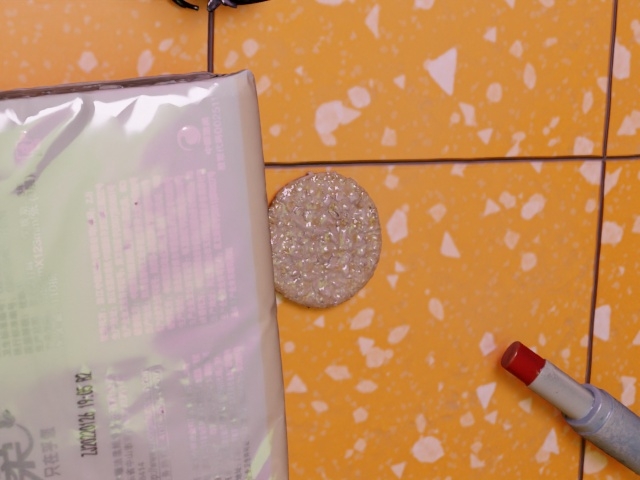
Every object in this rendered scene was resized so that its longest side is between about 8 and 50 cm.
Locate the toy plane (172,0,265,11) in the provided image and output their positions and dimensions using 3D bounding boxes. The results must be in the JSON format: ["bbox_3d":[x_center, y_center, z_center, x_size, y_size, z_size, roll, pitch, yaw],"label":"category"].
[{"bbox_3d":[-0.138,-0.343,1.276,0.381,0.106,0.155,42,75,-26],"label":"toy plane"}]

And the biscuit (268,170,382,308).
[{"bbox_3d":[0.000,0.000,1.452,0.152,0.020,0.152,-5,101,-24],"label":"biscuit"}]

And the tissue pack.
[{"bbox_3d":[-0.214,0.056,1.245,0.331,0.205,0.405,-8,102,-20],"label":"tissue pack"}]

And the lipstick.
[{"bbox_3d":[0.310,0.195,1.616,0.274,0.068,0.061,35,90,-28],"label":"lipstick"}]
